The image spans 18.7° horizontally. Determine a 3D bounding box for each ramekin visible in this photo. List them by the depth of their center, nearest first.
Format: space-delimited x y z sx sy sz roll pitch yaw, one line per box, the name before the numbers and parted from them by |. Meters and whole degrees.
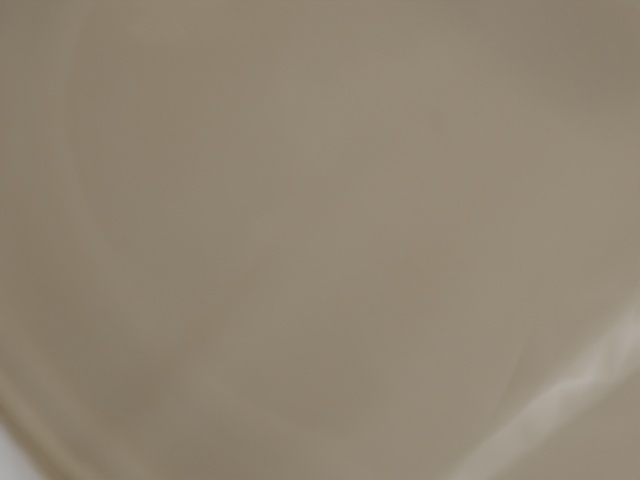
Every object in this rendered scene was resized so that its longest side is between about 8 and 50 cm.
ramekin | 0.012 0.020 0.487 0.273 0.127 0.272 12 -131 -14
